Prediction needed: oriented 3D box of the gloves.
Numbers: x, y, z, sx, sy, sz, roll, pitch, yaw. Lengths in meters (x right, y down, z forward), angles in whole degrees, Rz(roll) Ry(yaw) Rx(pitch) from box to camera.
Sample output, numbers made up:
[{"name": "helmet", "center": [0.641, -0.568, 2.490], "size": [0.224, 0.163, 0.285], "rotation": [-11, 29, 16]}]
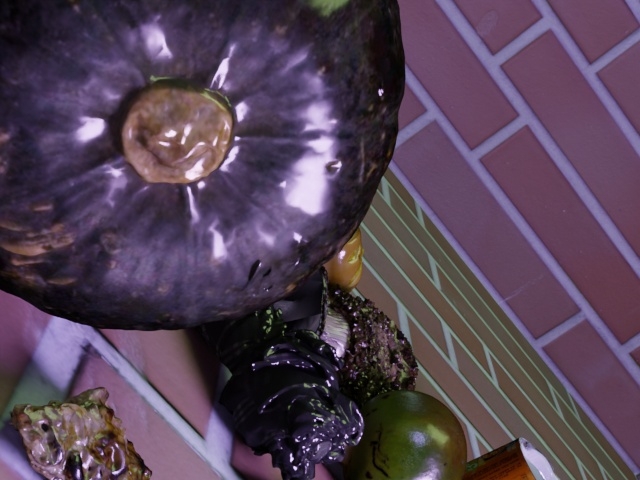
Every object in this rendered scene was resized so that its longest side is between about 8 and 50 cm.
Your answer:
[{"name": "gloves", "center": [0.024, 0.145, 1.441], "size": [0.312, 0.135, 0.210], "rotation": [42, 18, -41]}]

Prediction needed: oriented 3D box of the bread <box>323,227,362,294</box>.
[{"name": "bread", "center": [-0.005, -0.010, 1.611], "size": [0.213, 0.105, 0.213], "rotation": [38, -44, 50]}]

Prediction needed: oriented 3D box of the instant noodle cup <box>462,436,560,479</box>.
[{"name": "instant noodle cup", "center": [0.270, 0.410, 1.524], "size": [0.230, 0.182, 0.230], "rotation": [49, 14, -17]}]

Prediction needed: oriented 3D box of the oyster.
[{"name": "oyster", "center": [-0.192, 0.170, 0.848], "size": [0.177, 0.056, 0.105], "rotation": [48, 22, -42]}]

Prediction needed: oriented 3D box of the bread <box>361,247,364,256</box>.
[{"name": "bread", "center": [0.000, 0.000, 1.769], "size": [0.129, 0.111, 0.114], "rotation": [60, 19, 16]}]

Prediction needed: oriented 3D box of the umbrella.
[{"name": "umbrella", "center": [-0.074, 0.137, 1.202], "size": [0.128, 0.154, 0.336], "rotation": [-1, 28, -36]}]

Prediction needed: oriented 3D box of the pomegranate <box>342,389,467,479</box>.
[{"name": "pomegranate", "center": [0.081, 0.273, 1.311], "size": [0.210, 0.180, 0.180], "rotation": [12, 21, -4]}]

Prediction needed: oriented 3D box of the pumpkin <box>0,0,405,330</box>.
[{"name": "pumpkin", "center": [-0.145, -0.140, 0.911], "size": [0.454, 0.454, 0.344], "rotation": [48, 2, -24]}]
